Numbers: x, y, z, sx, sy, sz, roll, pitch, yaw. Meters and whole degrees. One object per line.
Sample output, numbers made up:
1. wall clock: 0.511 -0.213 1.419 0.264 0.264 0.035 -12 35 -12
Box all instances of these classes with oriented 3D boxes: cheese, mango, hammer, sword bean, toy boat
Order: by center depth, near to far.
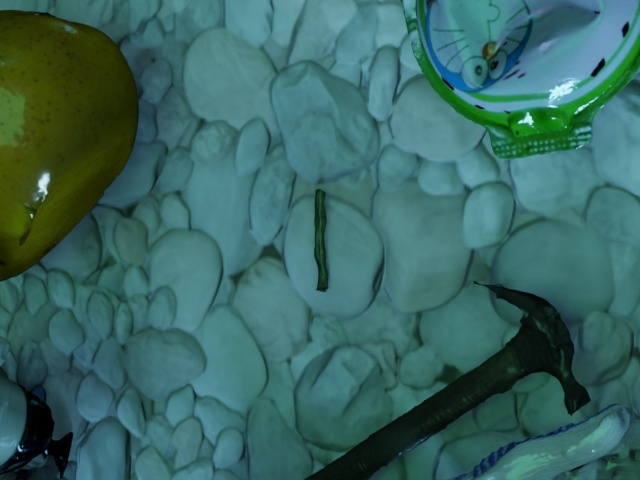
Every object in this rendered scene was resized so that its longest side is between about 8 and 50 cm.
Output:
1. cheese: 0.139 -0.217 0.926 0.204 0.083 0.320 -7 87 35
2. hammer: 0.072 0.140 1.017 0.297 0.027 0.125 -41 55 32
3. sword bean: 0.000 0.000 1.077 0.012 0.012 0.083 0 94 34
4. mango: -0.275 -0.082 1.178 0.191 0.160 0.290 47 126 15
5. toy boat: -0.291 0.167 1.191 0.141 0.269 0.140 1 74 -4

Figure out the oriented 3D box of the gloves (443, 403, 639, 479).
1. gloves: 0.162 0.174 0.922 0.229 0.097 0.119 -17 124 32
